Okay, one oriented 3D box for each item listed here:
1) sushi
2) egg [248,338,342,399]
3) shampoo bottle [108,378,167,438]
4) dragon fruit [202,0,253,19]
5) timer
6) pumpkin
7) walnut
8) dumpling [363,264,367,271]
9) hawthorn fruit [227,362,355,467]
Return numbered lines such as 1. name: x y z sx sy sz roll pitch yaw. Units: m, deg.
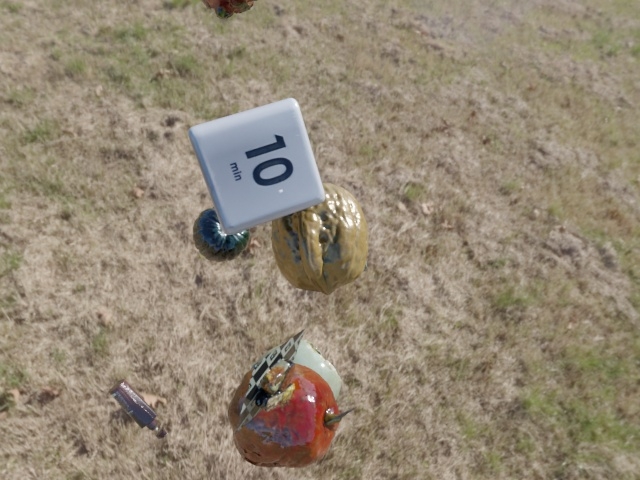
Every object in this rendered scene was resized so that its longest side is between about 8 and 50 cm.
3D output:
1. sushi: -0.057 0.194 0.613 0.026 0.126 0.120 28 25 22
2. egg: -0.109 0.494 1.494 0.336 0.278 0.278 -37 63 -10
3. shampoo bottle: -0.602 0.568 1.509 0.067 0.068 0.236 -40 104 -17
4. dragon fruit: -0.190 -0.533 0.939 0.137 0.135 0.236 -28 11 0
5. timer: -0.125 -0.140 0.854 0.194 0.193 0.194 -20 14 -10
6. pumpkin: -0.374 -0.027 1.712 0.220 0.161 0.221 9 72 -31
7. walnut: 0.000 0.000 1.054 0.224 0.257 0.257 -11 45 18
8. dumpling: 0.136 0.021 1.807 0.108 0.153 0.219 -13 60 -46
9. hawthorn fruit: -0.088 0.421 1.088 0.261 0.258 0.258 33 50 17
